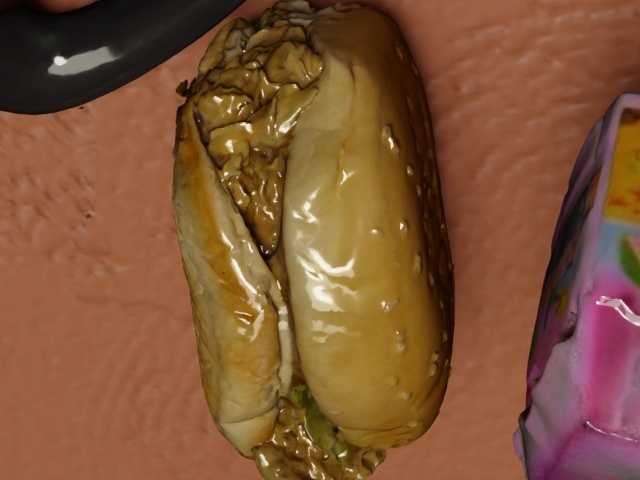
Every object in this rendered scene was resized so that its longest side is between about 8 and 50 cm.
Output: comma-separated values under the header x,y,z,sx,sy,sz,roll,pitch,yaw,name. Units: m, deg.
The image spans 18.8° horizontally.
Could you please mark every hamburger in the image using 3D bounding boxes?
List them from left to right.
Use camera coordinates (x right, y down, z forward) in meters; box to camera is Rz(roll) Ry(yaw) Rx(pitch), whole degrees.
x,y,z,sx,sy,sz,roll,pitch,yaw,name
0.000,0.000,0.624,0.083,0.138,0.147,-4,113,13,hamburger

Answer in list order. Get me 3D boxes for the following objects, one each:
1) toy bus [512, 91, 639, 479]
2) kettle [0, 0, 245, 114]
x,y,z,sx,sy,sz,roll,pitch,yaw,name
0.195,0.049,0.535,0.274,0.112,0.090,16,153,1,toy bus
-0.086,-0.137,0.576,0.202,0.144,0.232,22,134,-41,kettle
